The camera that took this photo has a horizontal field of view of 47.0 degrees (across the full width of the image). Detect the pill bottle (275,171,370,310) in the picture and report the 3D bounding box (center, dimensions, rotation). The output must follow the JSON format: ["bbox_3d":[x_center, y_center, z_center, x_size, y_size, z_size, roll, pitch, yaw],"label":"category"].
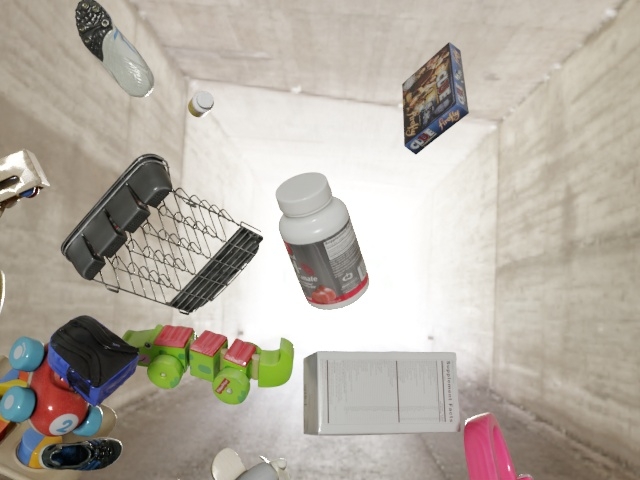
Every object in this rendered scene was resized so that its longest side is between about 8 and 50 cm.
[{"bbox_3d":[0.000,0.000,1.793,0.176,0.319,0.176,-14,32,9],"label":"pill bottle"}]

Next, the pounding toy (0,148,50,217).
[{"bbox_3d":[-0.593,-0.095,1.394,0.141,0.100,0.130,-27,7,-11],"label":"pounding toy"}]

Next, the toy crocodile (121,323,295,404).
[{"bbox_3d":[-0.212,0.209,1.343,0.340,0.105,0.115,10,29,12],"label":"toy crocodile"}]

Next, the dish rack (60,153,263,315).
[{"bbox_3d":[-0.224,0.008,1.123,0.208,0.074,0.271,-45,-37,13],"label":"dish rack"}]

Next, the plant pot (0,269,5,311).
[{"bbox_3d":[-0.630,0.117,1.323,0.134,0.095,0.134,-20,-24,-9],"label":"plant pot"}]

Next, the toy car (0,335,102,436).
[{"bbox_3d":[-0.505,0.300,1.561,0.237,0.210,0.219,-17,-31,30],"label":"toy car"}]

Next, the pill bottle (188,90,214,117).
[{"bbox_3d":[-0.348,-0.401,2.157,0.065,0.065,0.116,5,-4,-20],"label":"pill bottle"}]

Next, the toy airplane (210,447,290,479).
[{"bbox_3d":[-0.069,0.641,1.490,0.386,0.385,0.272,26,-40,-23],"label":"toy airplane"}]

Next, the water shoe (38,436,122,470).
[{"bbox_3d":[-0.525,0.487,1.656,0.080,0.073,0.203,-11,-12,43],"label":"water shoe"}]

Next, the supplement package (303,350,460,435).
[{"bbox_3d":[0.100,0.263,1.264,0.244,0.139,0.134,3,-14,-11],"label":"supplement package"}]

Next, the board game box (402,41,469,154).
[{"bbox_3d":[0.263,-0.334,1.718,0.042,0.243,0.165,31,-50,-26],"label":"board game box"}]

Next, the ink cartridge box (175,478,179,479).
[{"bbox_3d":[-0.467,0.807,1.784,0.384,0.160,0.279,-29,25,1],"label":"ink cartridge box"}]

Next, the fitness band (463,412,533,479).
[{"bbox_3d":[0.292,0.409,1.137,0.054,0.291,0.209,-24,-47,19],"label":"fitness band"}]

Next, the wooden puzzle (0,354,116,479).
[{"bbox_3d":[-0.698,0.428,1.777,0.347,0.081,0.322,29,24,-2],"label":"wooden puzzle"}]

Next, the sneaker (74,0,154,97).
[{"bbox_3d":[-0.452,-0.419,1.614,0.085,0.237,0.086,-31,20,5],"label":"sneaker"}]

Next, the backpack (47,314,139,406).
[{"bbox_3d":[-0.354,0.183,1.113,0.120,0.101,0.098,38,41,10],"label":"backpack"}]
